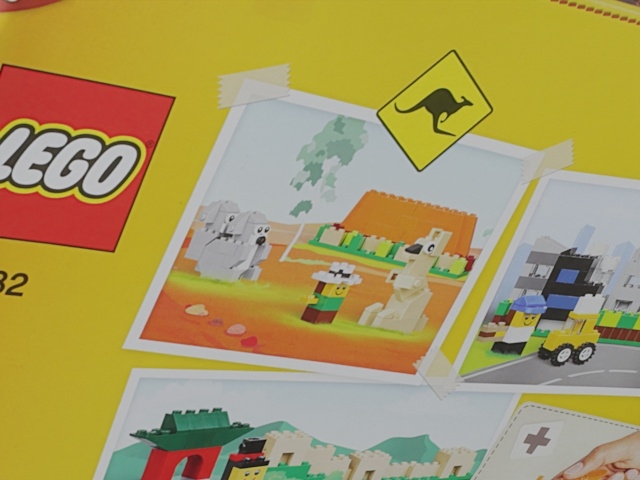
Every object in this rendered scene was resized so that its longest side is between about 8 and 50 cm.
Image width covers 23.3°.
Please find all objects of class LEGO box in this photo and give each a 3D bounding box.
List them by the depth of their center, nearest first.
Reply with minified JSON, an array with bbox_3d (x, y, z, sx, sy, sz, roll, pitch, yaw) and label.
[{"bbox_3d":[0.000,0.000,0.738,0.193,0.500,0.372,52,124,47],"label":"LEGO box"}]
